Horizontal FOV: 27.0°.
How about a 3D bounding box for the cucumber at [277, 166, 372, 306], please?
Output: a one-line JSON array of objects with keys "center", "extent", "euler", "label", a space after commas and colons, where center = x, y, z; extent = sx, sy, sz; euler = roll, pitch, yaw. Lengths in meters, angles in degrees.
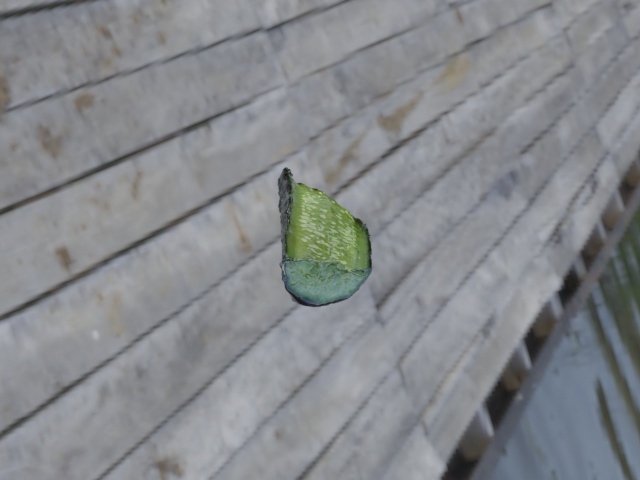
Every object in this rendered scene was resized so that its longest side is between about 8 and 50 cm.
[{"center": [0.000, 0.000, 0.972], "extent": [0.220, 0.070, 0.046], "euler": [-94, -160, -71], "label": "cucumber"}]
